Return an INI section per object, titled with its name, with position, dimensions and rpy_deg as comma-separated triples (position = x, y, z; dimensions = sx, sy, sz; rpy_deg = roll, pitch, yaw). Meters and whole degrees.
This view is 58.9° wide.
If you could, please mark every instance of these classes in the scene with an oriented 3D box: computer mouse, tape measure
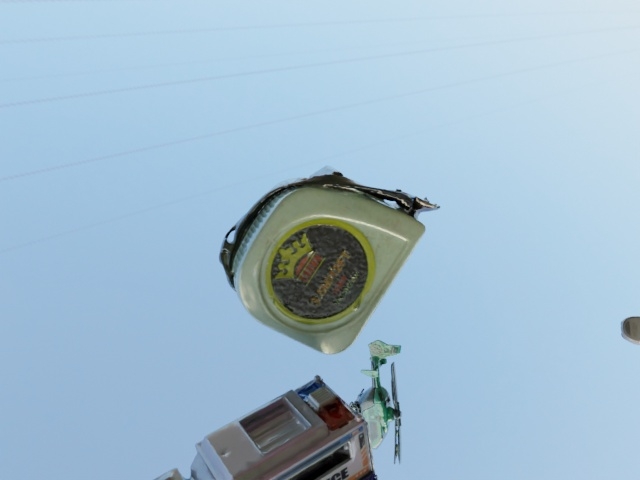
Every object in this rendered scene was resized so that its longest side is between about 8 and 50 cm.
[computer mouse]
position = 0.710, 0.202, 1.250
dimensions = 0.096, 0.039, 0.066
rpy_deg = 4, -114, 11
[tape measure]
position = 0.000, 0.000, 0.704
dimensions = 0.207, 0.235, 0.115
rpy_deg = 30, -174, -18

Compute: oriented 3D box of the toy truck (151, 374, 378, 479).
[toy truck]
position = -0.078, 0.270, 0.592
dimensions = 0.268, 0.155, 0.124
rpy_deg = -22, -151, -27

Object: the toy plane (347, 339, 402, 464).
[toy plane]
position = 0.102, 0.291, 1.024
dimensions = 0.060, 0.096, 0.235
rpy_deg = -23, -68, -60
